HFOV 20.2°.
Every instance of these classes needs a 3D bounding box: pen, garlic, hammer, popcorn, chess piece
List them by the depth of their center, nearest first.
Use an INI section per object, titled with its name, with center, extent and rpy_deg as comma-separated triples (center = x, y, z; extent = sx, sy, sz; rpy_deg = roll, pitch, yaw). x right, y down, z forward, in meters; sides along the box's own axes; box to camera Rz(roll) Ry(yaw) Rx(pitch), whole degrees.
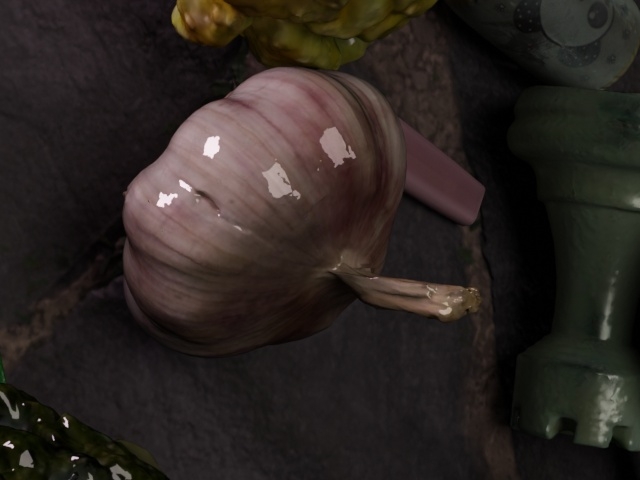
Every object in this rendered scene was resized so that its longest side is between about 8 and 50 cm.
[garlic]
center = 0.000, 0.000, 1.286
extent = 0.245, 0.253, 0.245
rpy_deg = -48, 158, -27
[popcorn]
center = -0.021, -0.267, 1.317
extent = 0.247, 0.282, 0.282
rpy_deg = -17, 97, -36
[pen]
center = 0.063, -0.073, 1.502
extent = 0.197, 0.032, 0.053
rpy_deg = 34, 67, -34
[chess piece]
center = 0.242, 0.026, 1.553
extent = 0.194, 0.194, 0.299
rpy_deg = 9, 89, -38
[hammer]
center = 0.214, -0.294, 1.610
extent = 0.202, 0.113, 0.305
rpy_deg = 34, 58, -35

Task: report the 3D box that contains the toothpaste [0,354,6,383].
[toothpaste]
center = -0.267, 0.023, 1.216
extent = 0.065, 0.050, 0.267
rpy_deg = -15, 96, -41

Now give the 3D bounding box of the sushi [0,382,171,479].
[sushi]
center = -0.201, 0.259, 1.131
extent = 0.294, 0.178, 0.352
rpy_deg = -46, 125, -27
